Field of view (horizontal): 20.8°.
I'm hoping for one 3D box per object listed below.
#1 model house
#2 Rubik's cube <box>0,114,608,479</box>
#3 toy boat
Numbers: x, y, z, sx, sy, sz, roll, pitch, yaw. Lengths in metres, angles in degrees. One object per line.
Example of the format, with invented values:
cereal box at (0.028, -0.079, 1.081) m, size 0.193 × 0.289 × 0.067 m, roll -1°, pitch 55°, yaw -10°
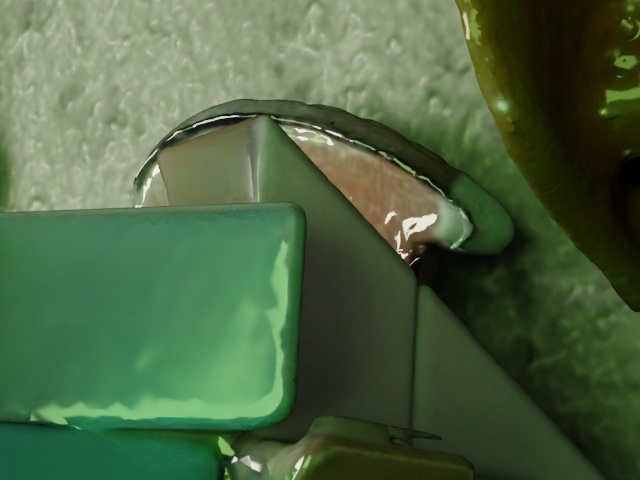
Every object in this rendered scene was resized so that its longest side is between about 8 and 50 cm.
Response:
model house at (0.193, -0.116, 0.790) m, size 0.239 × 0.268 × 0.173 m, roll -13°, pitch 54°, yaw 28°
Rubik's cube at (-0.084, 0.158, 0.794) m, size 0.358 × 0.368 × 0.387 m, roll -12°, pitch 70°, yaw 52°
toy boat at (0.000, 0.000, 0.975) m, size 0.227 × 0.085 × 0.155 m, roll 18°, pitch 107°, yaw 25°
